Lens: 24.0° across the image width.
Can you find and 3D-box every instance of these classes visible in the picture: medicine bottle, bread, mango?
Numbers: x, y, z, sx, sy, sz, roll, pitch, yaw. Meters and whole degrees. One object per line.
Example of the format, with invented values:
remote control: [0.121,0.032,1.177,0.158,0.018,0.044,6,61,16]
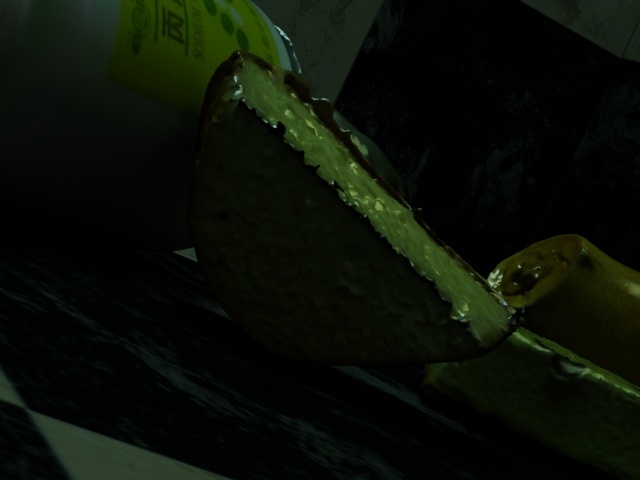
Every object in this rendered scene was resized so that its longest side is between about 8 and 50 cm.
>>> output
medicine bottle: [-0.191,-0.124,0.996,0.213,0.214,0.378,27,4,31]
bread: [0.250,0.153,1.101,0.361,0.077,0.138,26,3,3]
bread: [-0.002,0.010,0.971,0.260,0.134,0.129,43,19,1]
mango: [0.294,0.115,1.238,0.359,0.187,0.144,24,46,2]

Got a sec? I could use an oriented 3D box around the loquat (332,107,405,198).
loquat: [-0.015,-0.059,1.654,0.227,0.179,0.179,37,5,8]
